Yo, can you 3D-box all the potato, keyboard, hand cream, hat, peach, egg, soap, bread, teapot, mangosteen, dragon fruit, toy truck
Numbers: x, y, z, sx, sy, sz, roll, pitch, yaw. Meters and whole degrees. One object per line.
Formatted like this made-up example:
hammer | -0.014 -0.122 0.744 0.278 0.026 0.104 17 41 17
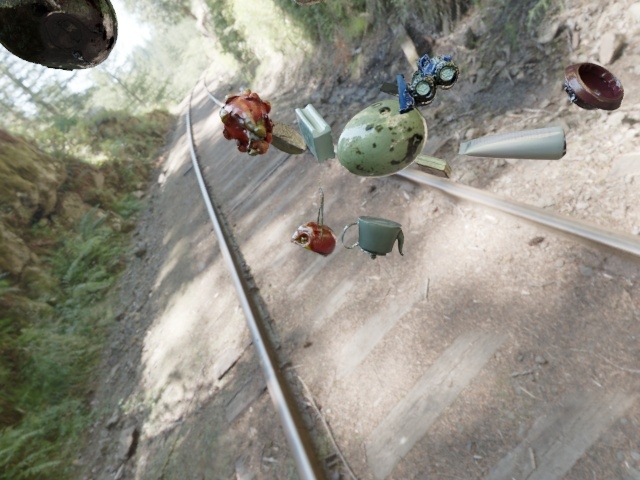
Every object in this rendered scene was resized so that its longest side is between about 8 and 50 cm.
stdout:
potato | -0.203 -0.560 2.295 0.100 0.261 0.120 -40 32 54
keyboard | 0.336 -0.589 1.677 0.015 0.197 0.074 101 -165 -48
hand cream | 0.701 -0.347 1.542 0.359 0.117 0.185 1 27 21
hat | 0.832 -0.463 1.292 0.205 0.206 0.089 -62 1 -31
peach | 0.003 0.002 2.074 0.154 0.267 0.158 29 89 39
egg | 0.242 -0.399 1.659 0.380 0.287 0.287 -20 27 -5
soap | -0.027 -0.515 2.004 0.095 0.172 0.289 -20 43 -7
bread | 0.333 -0.217 1.225 0.090 0.094 0.035 21 92 28
teapot | 0.195 -0.002 1.530 0.162 0.240 0.148 -101 20 -74
mangosteen | -0.617 -0.556 0.966 0.275 0.275 0.302 -105 26 -60
dragon fruit | -0.298 -0.494 1.771 0.227 0.307 0.243 -44 -4 27
toy truck | 0.309 -0.478 1.271 0.208 0.126 0.113 -34 2 17

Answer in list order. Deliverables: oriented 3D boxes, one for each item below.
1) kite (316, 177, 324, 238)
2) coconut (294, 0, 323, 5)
kite | -0.003 -0.092 1.259 0.244 0.006 0.197 104 164 -70
coconut | -0.039 -0.716 1.165 0.110 0.124 0.110 -38 29 27
